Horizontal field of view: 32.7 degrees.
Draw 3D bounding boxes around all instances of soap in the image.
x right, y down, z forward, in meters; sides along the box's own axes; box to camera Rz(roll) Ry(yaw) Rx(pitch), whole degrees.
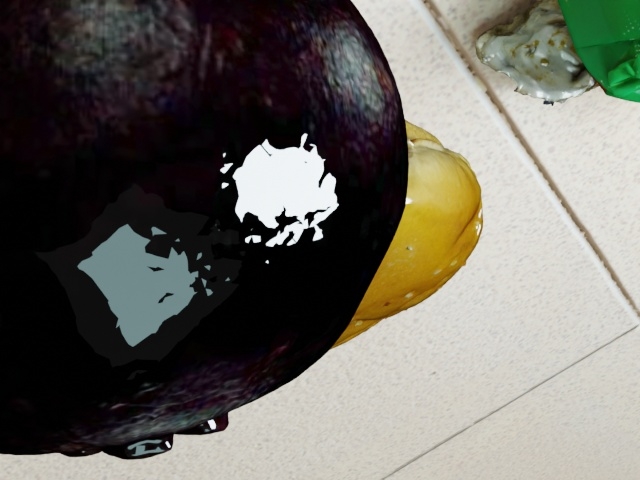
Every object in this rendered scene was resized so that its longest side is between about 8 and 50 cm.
[{"bbox_3d":[0.334,-0.192,0.953,0.273,0.218,0.098,2,152,-38],"label":"soap"}]

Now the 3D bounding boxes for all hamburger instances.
[{"bbox_3d":[0.000,0.000,0.958,0.290,0.170,0.314,-32,164,13],"label":"hamburger"}]

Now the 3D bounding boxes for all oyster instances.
[{"bbox_3d":[0.221,-0.178,1.023,0.148,0.051,0.103,31,121,-32],"label":"oyster"}]

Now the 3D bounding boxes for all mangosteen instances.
[{"bbox_3d":[-0.146,-0.088,0.651,0.382,0.435,0.382,-8,-174,1],"label":"mangosteen"}]
